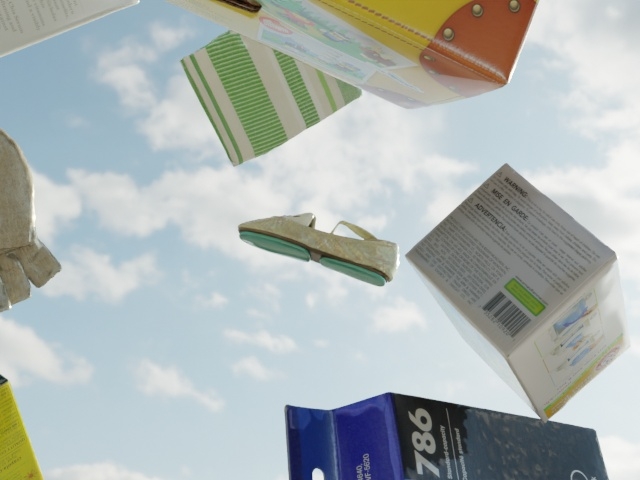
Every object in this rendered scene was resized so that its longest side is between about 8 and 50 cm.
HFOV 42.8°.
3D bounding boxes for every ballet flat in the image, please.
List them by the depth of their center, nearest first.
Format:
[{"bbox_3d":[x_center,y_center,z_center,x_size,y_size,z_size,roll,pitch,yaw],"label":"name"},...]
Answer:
[{"bbox_3d":[0.000,0.000,0.840,0.168,0.052,0.057,19,-19,1],"label":"ballet flat"}]

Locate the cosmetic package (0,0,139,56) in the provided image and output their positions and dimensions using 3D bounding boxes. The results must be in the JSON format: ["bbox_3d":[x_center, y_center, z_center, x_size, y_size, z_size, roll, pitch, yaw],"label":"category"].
[{"bbox_3d":[-0.537,-0.416,1.293,0.161,0.453,0.230,10,-55,42],"label":"cosmetic package"}]

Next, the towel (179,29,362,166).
[{"bbox_3d":[-0.088,-0.319,1.591,0.038,0.325,0.248,13,-46,58],"label":"towel"}]

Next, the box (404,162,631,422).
[{"bbox_3d":[0.164,0.050,0.648,0.114,0.103,0.203,48,0,34],"label":"box"}]

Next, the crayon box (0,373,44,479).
[{"bbox_3d":[-0.500,0.355,1.142,0.081,0.202,0.318,19,-53,37],"label":"crayon box"}]

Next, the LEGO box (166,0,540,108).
[{"bbox_3d":[-0.058,-0.364,0.561,0.500,0.372,0.193,21,-2,-14],"label":"LEGO box"}]

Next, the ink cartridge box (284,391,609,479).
[{"bbox_3d":[0.129,0.229,0.706,0.332,0.165,0.065,14,-36,-29],"label":"ink cartridge box"}]

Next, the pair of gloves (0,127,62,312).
[{"bbox_3d":[-0.295,-0.012,0.491,0.042,0.240,0.204,-8,-70,54],"label":"pair of gloves"}]
